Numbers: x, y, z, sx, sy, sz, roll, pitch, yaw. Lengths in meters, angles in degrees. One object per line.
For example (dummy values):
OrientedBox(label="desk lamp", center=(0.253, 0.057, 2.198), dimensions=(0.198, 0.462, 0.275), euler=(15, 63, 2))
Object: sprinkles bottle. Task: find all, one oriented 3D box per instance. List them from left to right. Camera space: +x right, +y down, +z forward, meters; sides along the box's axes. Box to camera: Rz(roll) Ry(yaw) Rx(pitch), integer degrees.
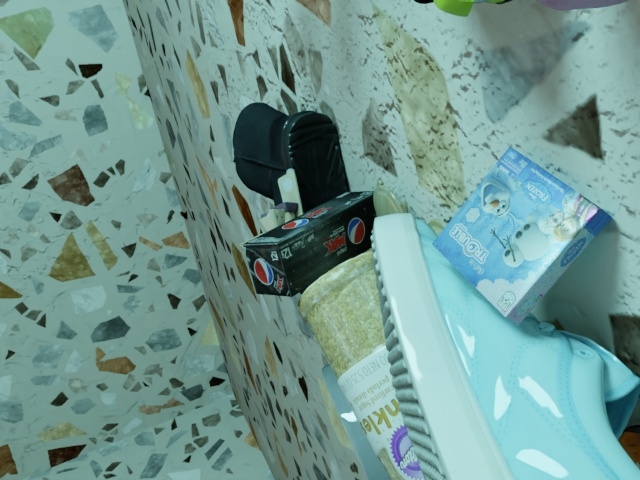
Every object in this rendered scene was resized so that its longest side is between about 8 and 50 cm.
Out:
OrientedBox(label="sprinkles bottle", center=(0.107, 0.182, 0.635), dimensions=(0.355, 0.121, 0.121), euler=(60, 161, 21))

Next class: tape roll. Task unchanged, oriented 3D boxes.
OrientedBox(label="tape roll", center=(0.080, 0.233, 0.802), dimensions=(0.219, 0.072, 0.219), euler=(63, 180, 0))

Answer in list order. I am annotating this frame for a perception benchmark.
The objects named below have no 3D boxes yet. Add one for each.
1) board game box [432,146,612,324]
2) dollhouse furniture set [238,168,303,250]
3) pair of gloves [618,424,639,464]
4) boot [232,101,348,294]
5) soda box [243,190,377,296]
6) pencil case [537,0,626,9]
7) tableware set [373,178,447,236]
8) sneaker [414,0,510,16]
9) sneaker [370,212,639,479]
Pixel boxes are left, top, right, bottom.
OrientedBox(label="board game box", center=(0.131, -0.006, 0.460), dimensions=(0.020, 0.090, 0.090), euler=(26, -163, -39))
OrientedBox(label="dollhouse furniture set", center=(-0.067, -0.033, 0.789), dimensions=(0.114, 0.091, 0.081), euler=(-24, 73, 38))
OrientedBox(label="pair of gloves", center=(0.229, 0.161, 0.451), dimensions=(0.083, 0.010, 0.074), euler=(65, 162, 11))
OrientedBox(label="boot", center=(-0.040, -0.060, 0.915), dimensions=(0.207, 0.094, 0.246), euler=(-155, 54, -63))
OrientedBox(label="soda box", center=(0.000, 0.000, 0.723), dimensions=(0.053, 0.169, 0.060), euler=(1, 112, 44))
OrientedBox(label="pencil case", center=(0.119, -0.214, 0.205), dimensions=(0.284, 0.124, 0.124), euler=(100, 147, -58))
OrientedBox(label="tableware set", center=(0.103, 0.022, 0.684), dimensions=(0.169, 0.020, 0.141), euler=(43, 152, 52))
OrientedBox(label="sneaker", center=(0.050, -0.236, 0.425), dimensions=(0.084, 0.097, 0.234), euler=(102, 145, -60))
OrientedBox(label="sneaker", center=(0.135, 0.104, 0.487), dimensions=(0.366, 0.150, 0.135), euler=(-105, 5, -47))
